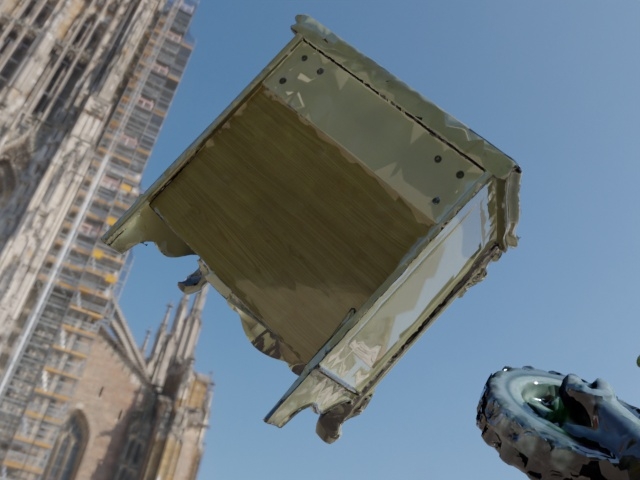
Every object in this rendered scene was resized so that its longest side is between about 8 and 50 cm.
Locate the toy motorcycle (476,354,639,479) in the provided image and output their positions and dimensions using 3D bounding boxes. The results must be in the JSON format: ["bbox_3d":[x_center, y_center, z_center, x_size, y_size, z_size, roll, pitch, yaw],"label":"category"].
[{"bbox_3d":[0.313,0.173,0.421,0.410,0.237,0.168,9,-66,-5],"label":"toy motorcycle"}]

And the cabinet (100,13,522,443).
[{"bbox_3d":[0.000,0.000,0.717,0.290,0.318,0.227,41,-4,23],"label":"cabinet"}]
